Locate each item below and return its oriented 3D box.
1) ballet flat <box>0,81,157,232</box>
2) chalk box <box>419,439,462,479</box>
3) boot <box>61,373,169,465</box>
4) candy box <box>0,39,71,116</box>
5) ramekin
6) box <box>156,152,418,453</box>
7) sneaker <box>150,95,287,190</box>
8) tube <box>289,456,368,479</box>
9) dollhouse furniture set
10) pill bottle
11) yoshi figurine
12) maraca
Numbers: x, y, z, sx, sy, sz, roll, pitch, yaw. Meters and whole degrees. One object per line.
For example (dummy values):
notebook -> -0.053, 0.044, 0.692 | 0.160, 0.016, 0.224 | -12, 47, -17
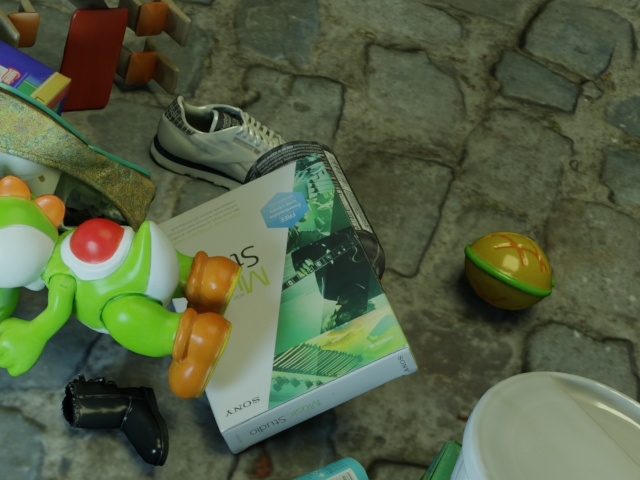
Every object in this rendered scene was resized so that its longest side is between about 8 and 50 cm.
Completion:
ballet flat -> -0.302, -0.076, 1.946 | 0.123, 0.123, 0.348 | 53, 9, 29
chalk box -> 0.143, 0.346, 1.775 | 0.289, 0.179, 0.180 | 30, 37, 3
boot -> -0.222, 0.194, 1.843 | 0.099, 0.045, 0.121 | 8, 35, -26
candy box -> -0.502, -0.161, 2.014 | 0.317, 0.122, 0.268 | 31, 43, 3
ramekin -> 0.248, 0.267, 1.681 | 0.273, 0.127, 0.273 | 16, 38, -13
box -> -0.050, 0.065, 1.980 | 0.232, 0.058, 0.322 | -25, 52, 0
sneaker -> -0.100, -0.122, 2.239 | 0.235, 0.095, 0.090 | 12, 39, -21
tube -> -0.039, 0.293, 1.840 | 0.207, 0.052, 0.080 | -19, 52, -37
dollhouse furniture set -> -0.283, -0.277, 2.176 | 0.262, 0.259, 0.135 | -10, 41, -36
pill bottle -> 0.000, 0.000, 2.128 | 0.130, 0.130, 0.245 | 1, 45, -29
yoshi figurine -> -0.284, 0.058, 1.869 | 0.362, 0.203, 0.203 | 21, 83, -10
maraca -> 0.253, 0.038, 2.267 | 0.127, 0.099, 0.186 | 34, 13, 14
